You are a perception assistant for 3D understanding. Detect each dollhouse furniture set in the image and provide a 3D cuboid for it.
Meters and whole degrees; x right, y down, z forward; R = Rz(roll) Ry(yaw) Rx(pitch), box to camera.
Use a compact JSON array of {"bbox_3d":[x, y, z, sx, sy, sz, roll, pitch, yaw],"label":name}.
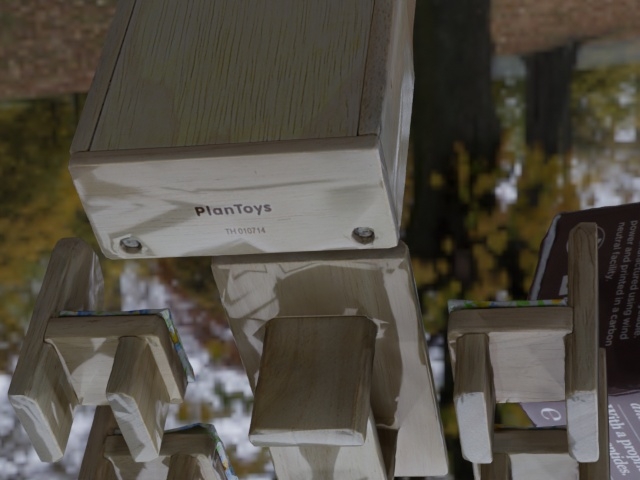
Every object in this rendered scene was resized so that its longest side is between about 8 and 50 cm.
[{"bbox_3d":[0.000,0.000,0.588,0.212,0.242,0.161,-2,-134,12],"label":"dollhouse furniture set"}]

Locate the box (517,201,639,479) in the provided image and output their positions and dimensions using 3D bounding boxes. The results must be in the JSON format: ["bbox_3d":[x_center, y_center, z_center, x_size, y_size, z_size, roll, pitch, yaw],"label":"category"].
[{"bbox_3d":[0.312,0.070,0.758,0.381,0.191,0.143,-10,-137,32],"label":"box"}]
